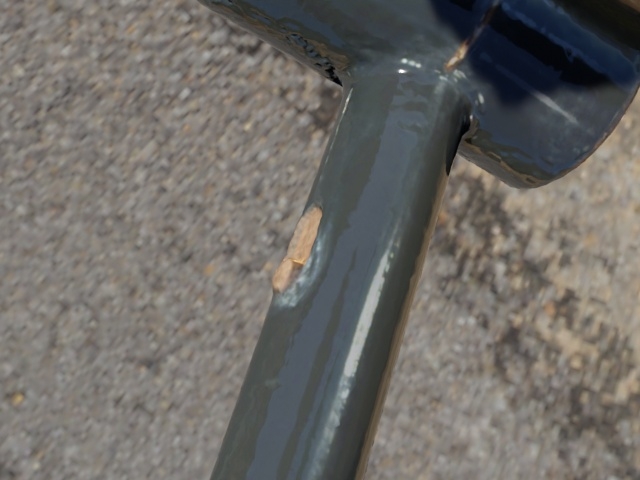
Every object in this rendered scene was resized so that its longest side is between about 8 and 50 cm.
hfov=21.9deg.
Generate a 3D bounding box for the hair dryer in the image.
[{"bbox_3d":[0.000,0.000,0.638,0.189,0.352,0.107,29,154,-22],"label":"hair dryer"}]
